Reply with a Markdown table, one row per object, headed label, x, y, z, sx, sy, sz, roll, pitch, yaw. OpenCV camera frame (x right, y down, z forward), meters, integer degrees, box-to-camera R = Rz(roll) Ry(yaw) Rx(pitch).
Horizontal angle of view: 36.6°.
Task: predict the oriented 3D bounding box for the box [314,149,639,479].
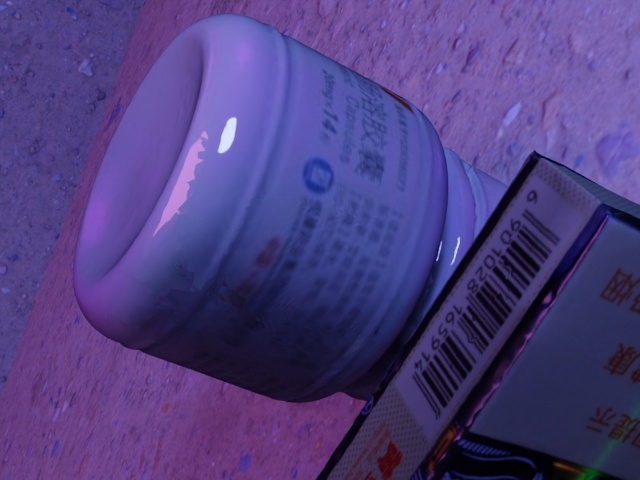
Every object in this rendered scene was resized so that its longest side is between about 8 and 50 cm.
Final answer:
| label | x | y | z | sx | sy | sz | roll | pitch | yaw |
| --- | --- | --- | --- | --- | --- | --- | --- | --- | --- |
| box | 0.112 | 0.131 | 0.503 | 0.310 | 0.198 | 0.084 | -59 | 27 | 15 |

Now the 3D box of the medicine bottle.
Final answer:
| label | x | y | z | sx | sy | sz | roll | pitch | yaw |
| --- | --- | --- | --- | --- | --- | --- | --- | --- | --- |
| medicine bottle | 0.000 | 0.000 | 0.714 | 0.241 | 0.301 | 0.241 | -43 | 34 | 39 |
